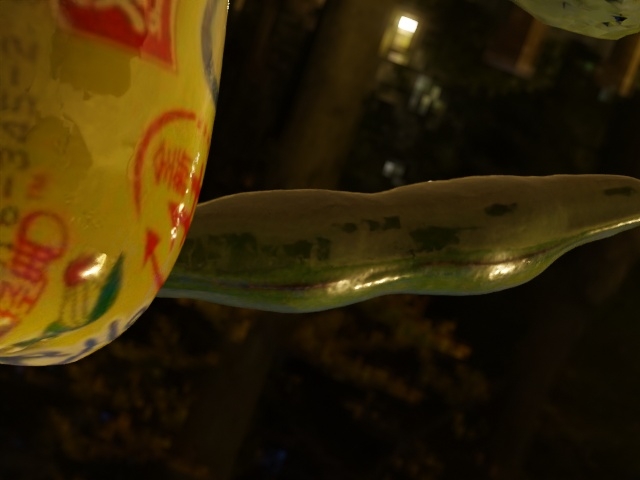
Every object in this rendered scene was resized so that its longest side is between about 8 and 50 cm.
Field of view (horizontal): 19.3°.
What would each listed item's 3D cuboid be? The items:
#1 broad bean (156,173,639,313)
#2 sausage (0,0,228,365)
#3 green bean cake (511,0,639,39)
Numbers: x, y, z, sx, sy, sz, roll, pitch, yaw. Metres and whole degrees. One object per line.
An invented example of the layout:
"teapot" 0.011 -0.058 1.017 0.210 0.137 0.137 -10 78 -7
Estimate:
"broad bean" 0.001 0.001 0.693 0.297 0.043 0.060 -3 -150 -18
"sausage" -0.080 -0.125 0.492 0.123 0.347 0.123 5 174 1
"green bean cake" 0.121 -0.140 0.370 0.200 0.214 0.113 2 171 -13
